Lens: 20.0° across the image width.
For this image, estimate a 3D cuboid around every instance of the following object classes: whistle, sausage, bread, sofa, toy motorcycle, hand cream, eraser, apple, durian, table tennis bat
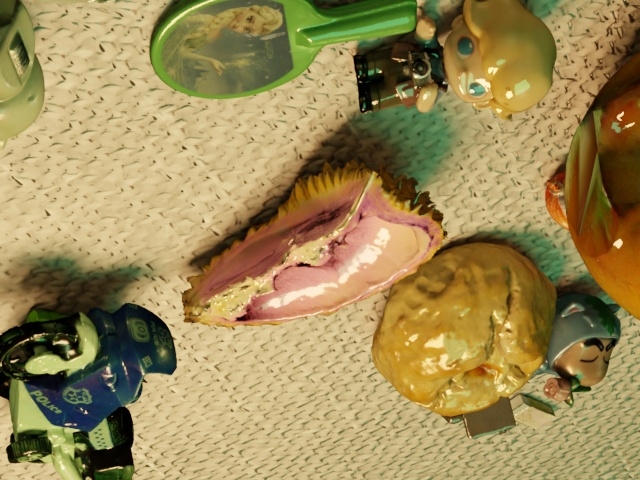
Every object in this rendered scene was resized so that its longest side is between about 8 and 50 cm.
[{"bbox_3d":[-0.296,-0.164,1.565,0.092,0.110,0.244,13,152,16],"label":"whistle"},{"bbox_3d":[0.326,-0.026,2.080,0.071,0.071,0.234,-35,144,23],"label":"sausage"},{"bbox_3d":[0.171,0.114,2.151,0.244,0.134,0.244,-15,148,-10],"label":"bread"},{"bbox_3d":[0.188,0.213,2.293,0.085,0.060,0.147,-14,-169,-7],"label":"sofa"},{"bbox_3d":[-0.258,0.165,2.003,0.196,0.125,0.331,-9,150,-10],"label":"toy motorcycle"},{"bbox_3d":[-0.269,0.094,2.013,0.122,0.023,0.036,10,141,-41],"label":"hand cream"},{"bbox_3d":[0.283,0.234,2.476,0.038,0.019,0.083,-34,143,25],"label":"eraser"},{"bbox_3d":[0.437,-0.065,1.826,0.374,0.374,0.384,-3,158,-22],"label":"apple"},{"bbox_3d":[0.000,0.001,1.939,0.191,0.112,0.341,4,149,-44],"label":"durian"},{"bbox_3d":[-0.034,-0.193,1.703,0.257,0.039,0.160,-11,148,-6],"label":"table tennis bat"}]

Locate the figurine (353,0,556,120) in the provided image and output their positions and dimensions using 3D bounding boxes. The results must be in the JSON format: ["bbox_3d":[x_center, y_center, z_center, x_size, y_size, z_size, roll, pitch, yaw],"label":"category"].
[{"bbox_3d":[0.131,-0.173,1.760,0.196,0.114,0.108,-7,170,2],"label":"figurine"}]

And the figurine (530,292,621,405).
[{"bbox_3d":[0.300,0.149,2.262,0.114,0.144,0.178,22,141,-40],"label":"figurine"}]

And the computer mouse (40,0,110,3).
[{"bbox_3d":[-0.193,-0.262,1.496,0.128,0.079,0.231,-9,149,-9],"label":"computer mouse"}]
